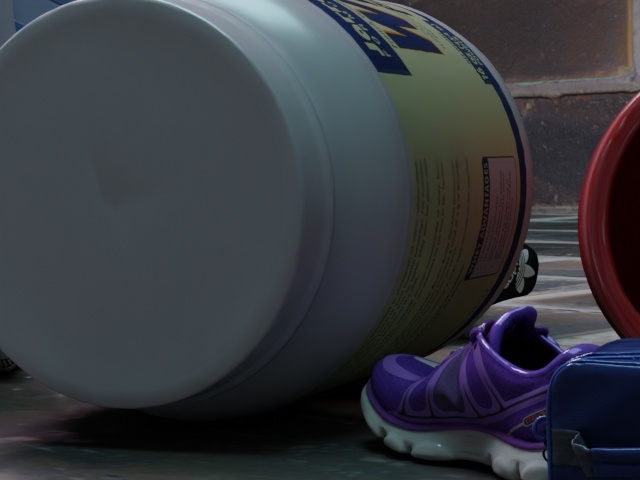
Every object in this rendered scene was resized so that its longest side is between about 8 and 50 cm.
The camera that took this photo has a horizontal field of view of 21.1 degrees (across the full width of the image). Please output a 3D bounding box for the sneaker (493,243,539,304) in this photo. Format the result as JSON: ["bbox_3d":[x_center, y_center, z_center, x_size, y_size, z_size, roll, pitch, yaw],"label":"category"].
[{"bbox_3d":[0.050,0.025,1.345,0.121,0.108,0.302,11,-4,-29],"label":"sneaker"}]

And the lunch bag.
[{"bbox_3d":[0.125,0.071,0.619,0.098,0.067,0.065,-1,2,24],"label":"lunch bag"}]

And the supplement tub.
[{"bbox_3d":[-0.033,-0.027,0.960,0.235,0.235,0.325,0,3,23],"label":"supplement tub"}]

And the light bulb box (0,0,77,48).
[{"bbox_3d":[-0.212,-0.158,1.344,0.358,0.361,0.225,25,5,3],"label":"light bulb box"}]

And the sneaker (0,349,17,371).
[{"bbox_3d":[-0.274,0.042,1.191,0.145,0.090,0.270,-1,6,-16],"label":"sneaker"}]

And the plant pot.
[{"bbox_3d":[0.238,-0.008,0.956,0.191,0.191,0.174,-1,0,7],"label":"plant pot"}]

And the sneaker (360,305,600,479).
[{"bbox_3d":[0.079,0.063,0.764,0.068,0.071,0.170,-3,3,-31],"label":"sneaker"}]
